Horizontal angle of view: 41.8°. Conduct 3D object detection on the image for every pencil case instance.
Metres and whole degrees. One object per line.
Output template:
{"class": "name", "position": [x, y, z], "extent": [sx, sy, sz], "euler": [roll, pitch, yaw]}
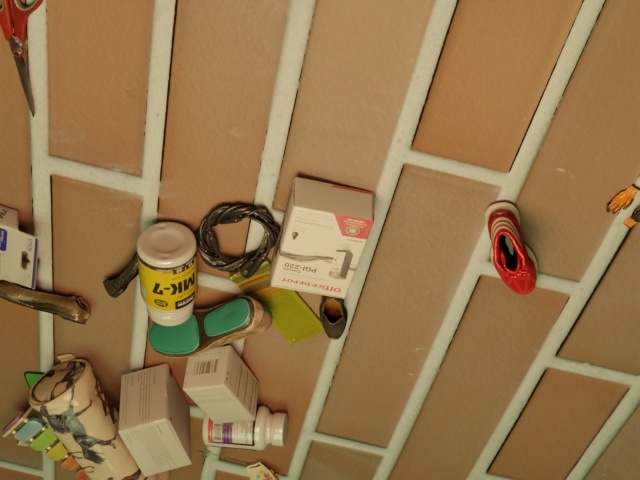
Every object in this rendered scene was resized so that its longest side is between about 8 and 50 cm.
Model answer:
{"class": "pencil case", "position": [-0.532, 0.471, 2.033], "extent": [0.159, 0.183, 0.410], "euler": [-26, 112, 10]}

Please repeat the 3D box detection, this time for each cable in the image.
{"class": "cable", "position": [-0.167, -0.010, 1.683], "extent": [0.150, 0.047, 0.184], "euler": [32, 125, -7]}

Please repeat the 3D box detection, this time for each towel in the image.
{"class": "towel", "position": [-0.089, 0.136, 1.803], "extent": [0.102, 0.021, 0.237], "euler": [-22, 123, 27]}

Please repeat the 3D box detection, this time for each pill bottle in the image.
{"class": "pill bottle", "position": [-0.312, 0.073, 1.719], "extent": [0.119, 0.119, 0.209], "euler": [9, 136, 2]}
{"class": "pill bottle", "position": [-0.180, 0.451, 2.028], "extent": [0.193, 0.108, 0.108], "euler": [3, 130, 7]}

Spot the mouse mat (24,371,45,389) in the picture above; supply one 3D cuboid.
{"class": "mouse mat", "position": [-0.645, 0.389, 2.122], "extent": [0.189, 0.007, 0.153], "euler": [2, 130, 6]}

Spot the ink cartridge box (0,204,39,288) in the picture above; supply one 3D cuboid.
{"class": "ink cartridge box", "position": [-0.744, -0.017, 1.757], "extent": [0.332, 0.065, 0.165], "euler": [19, 130, -5]}

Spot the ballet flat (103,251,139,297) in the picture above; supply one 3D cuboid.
{"class": "ballet flat", "position": [-0.411, 0.062, 1.774], "extent": [0.049, 0.057, 0.173], "euler": [45, 122, 0]}

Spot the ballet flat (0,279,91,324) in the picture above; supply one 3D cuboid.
{"class": "ballet flat", "position": [-0.631, 0.125, 1.869], "extent": [0.249, 0.058, 0.084], "euler": [17, 166, 2]}

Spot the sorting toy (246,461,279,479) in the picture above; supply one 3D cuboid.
{"class": "sorting toy", "position": [-0.157, 0.617, 2.212], "extent": [0.083, 0.045, 0.075], "euler": [-25, 115, 28]}

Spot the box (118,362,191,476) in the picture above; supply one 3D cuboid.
{"class": "box", "position": [-0.388, 0.423, 1.978], "extent": [0.119, 0.181, 0.182], "euler": [-15, 128, 2]}

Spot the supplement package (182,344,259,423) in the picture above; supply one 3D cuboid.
{"class": "supplement package", "position": [-0.224, 0.332, 1.915], "extent": [0.105, 0.105, 0.179], "euler": [-9, 140, 16]}

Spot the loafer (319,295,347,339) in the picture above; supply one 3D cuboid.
{"class": "loafer", "position": [0.024, 0.155, 1.773], "extent": [0.062, 0.061, 0.170], "euler": [0, 131, 8]}

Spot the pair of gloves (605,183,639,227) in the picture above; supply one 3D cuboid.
{"class": "pair of gloves", "position": [0.570, -0.060, 1.530], "extent": [0.083, 0.010, 0.074], "euler": [31, 128, -17]}

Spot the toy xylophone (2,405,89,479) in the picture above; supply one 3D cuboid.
{"class": "toy xylophone", "position": [-0.672, 0.538, 2.197], "extent": [0.322, 0.081, 0.236], "euler": [27, 130, -17]}

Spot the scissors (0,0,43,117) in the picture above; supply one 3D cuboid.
{"class": "scissors", "position": [-0.543, -0.351, 1.471], "extent": [0.109, 0.021, 0.297], "euler": [15, 132, -6]}

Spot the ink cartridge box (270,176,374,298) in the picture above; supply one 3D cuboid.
{"class": "ink cartridge box", "position": [0.000, 0.000, 1.617], "extent": [0.158, 0.092, 0.218], "euler": [10, 133, -8]}

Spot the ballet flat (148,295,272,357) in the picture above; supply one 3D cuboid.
{"class": "ballet flat", "position": [-0.234, 0.197, 1.824], "extent": [0.316, 0.108, 0.106], "euler": [-14, 160, 33]}

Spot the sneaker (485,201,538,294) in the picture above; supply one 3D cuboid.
{"class": "sneaker", "position": [0.357, 0.047, 1.580], "extent": [0.087, 0.128, 0.221], "euler": [-15, 124, 22]}
